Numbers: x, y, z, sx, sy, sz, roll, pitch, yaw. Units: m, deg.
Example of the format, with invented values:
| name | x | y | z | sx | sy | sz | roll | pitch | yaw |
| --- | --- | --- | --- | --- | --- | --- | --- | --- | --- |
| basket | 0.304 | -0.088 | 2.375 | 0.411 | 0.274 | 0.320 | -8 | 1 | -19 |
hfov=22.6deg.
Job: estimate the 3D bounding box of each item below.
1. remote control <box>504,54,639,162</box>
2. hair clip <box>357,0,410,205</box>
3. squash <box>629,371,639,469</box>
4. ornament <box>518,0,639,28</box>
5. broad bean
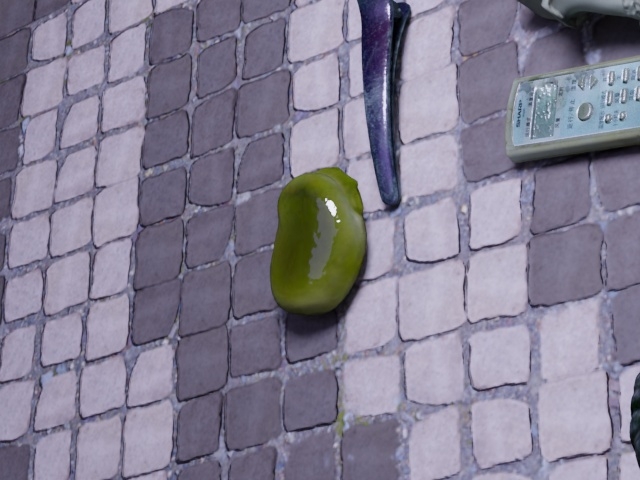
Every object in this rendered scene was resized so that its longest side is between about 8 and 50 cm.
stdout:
| name | x | y | z | sx | sy | sz | roll | pitch | yaw |
| --- | --- | --- | --- | --- | --- | --- | --- | --- | --- |
| remote control | 0.302 | -0.143 | 1.696 | 0.234 | 0.038 | 0.098 | -7 | 65 | 38 |
| hair clip | 0.071 | -0.173 | 1.878 | 0.048 | 0.083 | 0.275 | -8 | 67 | 26 |
| squash | 0.373 | 0.156 | 1.401 | 0.218 | 0.172 | 0.218 | -15 | 47 | 17 |
| ornament | 0.317 | -0.272 | 1.688 | 0.285 | 0.120 | 0.130 | 4 | 74 | 42 |
| broad bean | 0.000 | 0.000 | 1.856 | 0.124 | 0.082 | 0.174 | -12 | 73 | 36 |
